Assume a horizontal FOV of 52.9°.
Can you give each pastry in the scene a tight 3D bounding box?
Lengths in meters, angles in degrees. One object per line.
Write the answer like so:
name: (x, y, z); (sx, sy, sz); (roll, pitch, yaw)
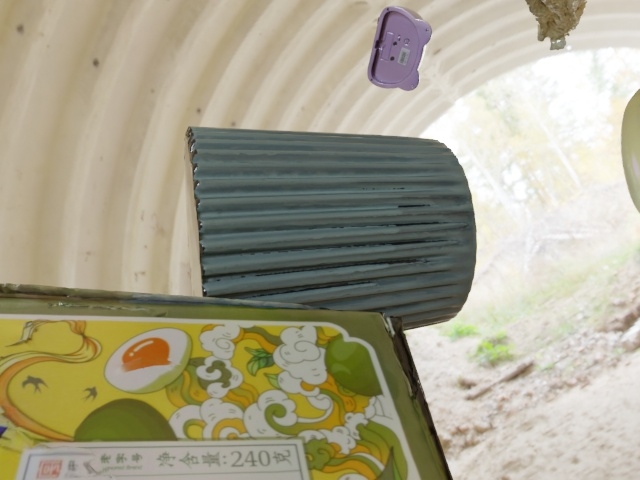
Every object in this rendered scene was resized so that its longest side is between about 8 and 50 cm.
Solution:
pastry: (0.303, -0.376, 0.883); (0.089, 0.122, 0.258); (-11, -19, 31)

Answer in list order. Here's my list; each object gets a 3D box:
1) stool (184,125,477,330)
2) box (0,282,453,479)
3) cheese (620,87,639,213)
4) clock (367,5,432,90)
stool: (0.000, 0.000, 0.831); (0.329, 0.298, 0.297); (-3, -23, -14)
box: (-0.115, 0.196, 0.395); (0.419, 0.373, 0.138); (4, -56, -13)
cheese: (0.321, -0.031, 0.575); (0.054, 0.127, 0.252); (107, -175, -63)
clock: (0.157, -0.365, 1.229); (0.050, 0.109, 0.153); (-40, -31, -53)
